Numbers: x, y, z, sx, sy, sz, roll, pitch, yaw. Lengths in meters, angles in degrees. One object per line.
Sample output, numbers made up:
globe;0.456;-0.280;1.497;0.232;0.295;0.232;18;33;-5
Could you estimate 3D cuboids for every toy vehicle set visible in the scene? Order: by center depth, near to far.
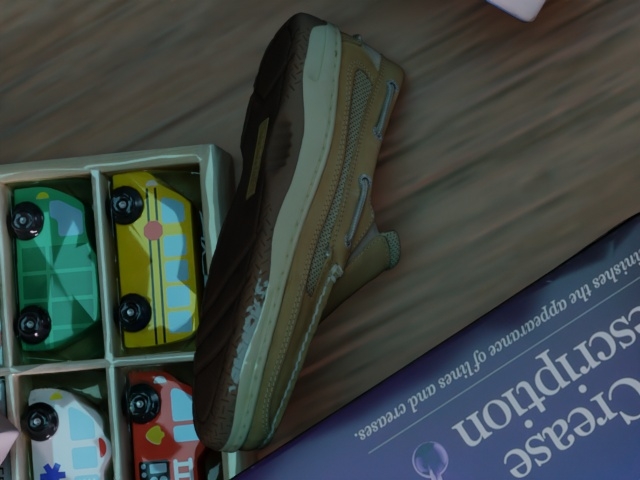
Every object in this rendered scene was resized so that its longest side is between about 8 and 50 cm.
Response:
toy vehicle set;-0.111;0.098;0.745;0.166;0.035;0.266;-6;84;10

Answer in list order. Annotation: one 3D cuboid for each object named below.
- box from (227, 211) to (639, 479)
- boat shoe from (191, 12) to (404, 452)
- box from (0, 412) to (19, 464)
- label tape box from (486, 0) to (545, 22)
box;0.068;0.132;0.655;0.261;0.103;0.184;-33;86;-1
boat shoe;0.000;0.000;0.703;0.072;0.068;0.190;20;71;-19
box;-0.266;0.004;0.743;0.324;0.067;0.063;41;101;21
label tape box;0.055;-0.289;0.647;0.241;0.106;0.333;27;105;-6
